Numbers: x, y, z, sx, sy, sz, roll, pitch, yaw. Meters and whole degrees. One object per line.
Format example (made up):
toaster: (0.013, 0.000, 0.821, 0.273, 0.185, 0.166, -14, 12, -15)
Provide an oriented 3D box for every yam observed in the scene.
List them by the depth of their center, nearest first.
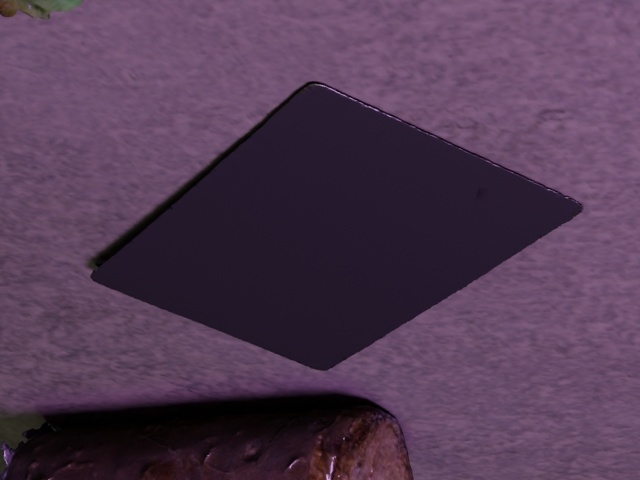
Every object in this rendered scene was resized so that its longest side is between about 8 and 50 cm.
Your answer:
yam: (-0.083, 0.172, 1.250, 0.279, 0.131, 0.131, -8, 147, 31)

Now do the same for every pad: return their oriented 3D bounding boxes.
pad: (0.000, 0.000, 1.021, 0.159, 0.009, 0.265, 24, 148, -21)

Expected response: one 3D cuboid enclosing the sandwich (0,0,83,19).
sandwich: (-0.079, -0.173, 0.640, 0.160, 0.109, 0.185, -16, 149, 1)
